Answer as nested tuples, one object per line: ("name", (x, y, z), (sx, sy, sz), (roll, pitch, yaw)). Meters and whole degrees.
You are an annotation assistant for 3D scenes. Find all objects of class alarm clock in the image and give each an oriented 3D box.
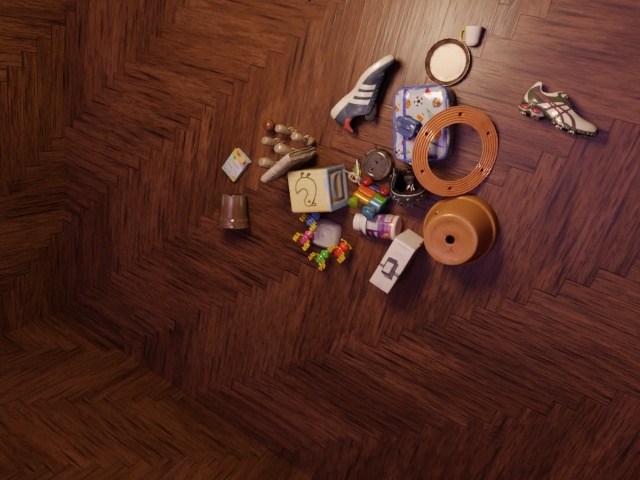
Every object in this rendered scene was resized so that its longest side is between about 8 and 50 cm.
("alarm clock", (0.257, -0.308, 1.914), (0.192, 0.064, 0.129), (44, 120, 8))

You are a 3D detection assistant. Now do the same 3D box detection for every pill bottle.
("pill bottle", (0.244, -0.068, 1.960), (0.194, 0.108, 0.108), (11, 110, 26))

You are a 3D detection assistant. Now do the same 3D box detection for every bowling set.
("bowling set", (-0.167, -0.464, 2.075), (0.287, 0.154, 0.199), (-27, 72, 33))

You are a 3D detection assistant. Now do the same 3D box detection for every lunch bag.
("lunch bag", (0.328, -0.428, 1.708), (0.098, 0.065, 0.067), (31, 120, 27))
("lunch bag", (0.394, -0.446, 1.767), (0.243, 0.115, 0.303), (7, 106, 30))

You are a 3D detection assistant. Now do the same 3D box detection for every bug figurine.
("bug figurine", (0.000, 0.000, 2.075), (0.279, 0.072, 0.216), (49, 127, 4))

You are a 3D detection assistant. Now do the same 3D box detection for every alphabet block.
("alphabet block", (-0.006, -0.230, 2.004), (0.197, 0.193, 0.192), (0, 102, 29))

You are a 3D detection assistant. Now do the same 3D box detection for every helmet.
("helmet", (0.353, -0.213, 1.820), (0.169, 0.169, 0.161), (0, 94, 29))

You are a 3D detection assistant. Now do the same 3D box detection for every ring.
("ring", (0.498, -0.329, 1.690), (0.337, 0.032, 0.336), (-4, 113, -9))

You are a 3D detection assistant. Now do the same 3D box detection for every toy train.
("toy train", (0.163, -0.197, 1.931), (0.248, 0.143, 0.105), (33, 150, 17))

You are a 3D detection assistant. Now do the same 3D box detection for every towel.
("towel", (-0.131, -0.333, 1.989), (0.187, 0.282, 0.049), (-35, 91, 31))

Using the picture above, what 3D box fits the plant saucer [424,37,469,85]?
("plant saucer", (0.476, -0.670, 1.703), (0.168, 0.029, 0.168), (8, 107, 27))

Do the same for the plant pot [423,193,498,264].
("plant pot", (0.527, -0.027, 1.761), (0.291, 0.203, 0.290), (8, 107, 27))

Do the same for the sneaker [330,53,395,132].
("sneaker", (0.202, -0.582, 1.833), (0.148, 0.131, 0.350), (48, 127, 1))

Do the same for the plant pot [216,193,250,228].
("plant pot", (-0.440, -0.153, 2.293), (0.167, 0.167, 0.165), (7, 101, 27))

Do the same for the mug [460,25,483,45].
("mug", (0.547, -0.739, 1.635), (0.062, 0.078, 0.064), (-2, 116, -4))

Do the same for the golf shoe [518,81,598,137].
("golf shoe", (0.821, -0.439, 1.539), (0.273, 0.105, 0.120), (31, 110, 17))

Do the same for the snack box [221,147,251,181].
("snack box", (-0.423, -0.380, 2.281), (0.100, 0.037, 0.141), (50, 122, 8))

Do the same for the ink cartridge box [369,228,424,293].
("ink cartridge box", (0.327, 0.086, 1.921), (0.100, 0.172, 0.237), (36, 118, 16))

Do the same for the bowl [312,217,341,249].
("bowl", (0.022, -0.027, 2.129), (0.142, 0.053, 0.142), (20, 112, 25))

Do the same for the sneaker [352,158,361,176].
("sneaker", (0.155, -0.316, 1.982), (0.035, 0.031, 0.083), (2, 105, 29))
